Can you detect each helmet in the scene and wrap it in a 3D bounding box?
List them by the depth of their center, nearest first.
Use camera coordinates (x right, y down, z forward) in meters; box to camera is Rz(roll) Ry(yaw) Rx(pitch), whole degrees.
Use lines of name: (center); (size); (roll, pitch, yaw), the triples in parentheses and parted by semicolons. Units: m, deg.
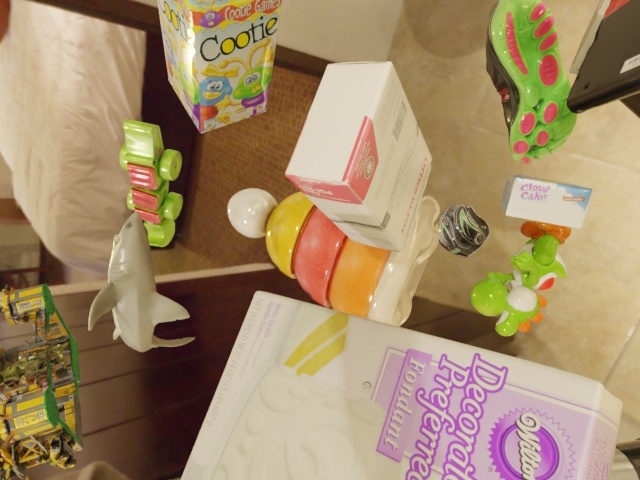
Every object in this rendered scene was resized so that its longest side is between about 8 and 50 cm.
helmet: (0.483, -0.040, 1.556); (0.161, 0.169, 0.169); (43, 130, -4)

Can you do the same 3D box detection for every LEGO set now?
LEGO set: (-0.548, 0.255, 0.776); (0.255, 0.192, 0.331); (103, 147, -53)

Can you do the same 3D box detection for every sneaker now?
sneaker: (0.561, -0.427, 1.209); (0.185, 0.483, 0.202); (-15, 37, 15)

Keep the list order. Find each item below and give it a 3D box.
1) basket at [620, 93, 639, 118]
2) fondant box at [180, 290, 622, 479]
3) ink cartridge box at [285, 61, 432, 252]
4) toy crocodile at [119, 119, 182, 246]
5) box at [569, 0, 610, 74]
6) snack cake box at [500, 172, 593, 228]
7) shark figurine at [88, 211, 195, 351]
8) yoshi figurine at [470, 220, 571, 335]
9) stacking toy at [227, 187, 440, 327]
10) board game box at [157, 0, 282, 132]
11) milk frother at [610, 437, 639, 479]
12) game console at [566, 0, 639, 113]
basket: (0.588, -0.254, 0.721); (0.204, 0.154, 0.227); (-21, 62, 12)
fondant box: (0.034, 0.190, 0.373); (0.330, 0.096, 0.238); (7, 71, 42)
ink cartridge box: (0.064, -0.097, 0.584); (0.092, 0.218, 0.159); (12, 75, 32)
toy crocodile: (-0.381, -0.119, 1.000); (0.341, 0.115, 0.105); (108, 177, -50)
box: (0.659, -0.400, 0.900); (0.232, 0.127, 0.149); (24, 156, 18)
snack cake box: (0.517, -0.101, 1.052); (0.152, 0.264, 0.089); (14, 104, 16)
shark figurine: (-0.251, 0.115, 0.677); (0.166, 0.116, 0.278); (-89, 4, -49)
yoshi figurine: (0.568, 0.095, 1.319); (0.203, 0.203, 0.362); (18, 78, 54)
stacking toy: (0.000, 0.000, 1.017); (0.479, 0.350, 0.351); (22, 111, 19)
board game box: (-0.167, -0.332, 0.728); (0.144, 0.142, 0.275); (57, 157, 15)
milk frother: (0.368, 0.325, 0.535); (0.143, 0.134, 0.129); (-133, 39, -81)
game console: (0.458, -0.334, 0.505); (0.060, 0.386, 0.342); (21, 96, 1)
